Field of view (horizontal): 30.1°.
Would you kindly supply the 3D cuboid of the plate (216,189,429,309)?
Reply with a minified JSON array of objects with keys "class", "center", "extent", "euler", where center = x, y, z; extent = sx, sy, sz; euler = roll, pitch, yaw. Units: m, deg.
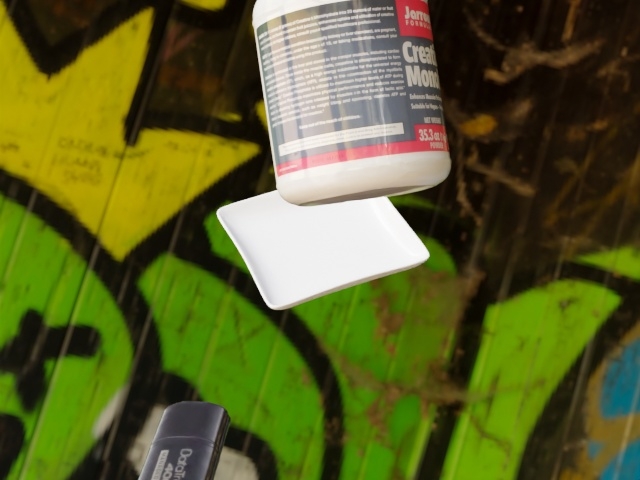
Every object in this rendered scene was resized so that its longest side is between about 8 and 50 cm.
[{"class":"plate","center":[0.000,0.000,1.968],"extent":[0.277,0.045,0.278],"euler":[-18,42,-14]}]

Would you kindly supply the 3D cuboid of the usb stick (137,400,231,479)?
[{"class":"usb stick","center":[-0.144,0.244,1.155],"extent":[0.077,0.045,0.278],"euler":[-1,25,6]}]

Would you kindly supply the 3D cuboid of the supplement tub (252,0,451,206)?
[{"class":"supplement tub","center":[0.030,-0.182,1.282],"extent":[0.191,0.272,0.191],"euler":[-8,-1,0]}]
